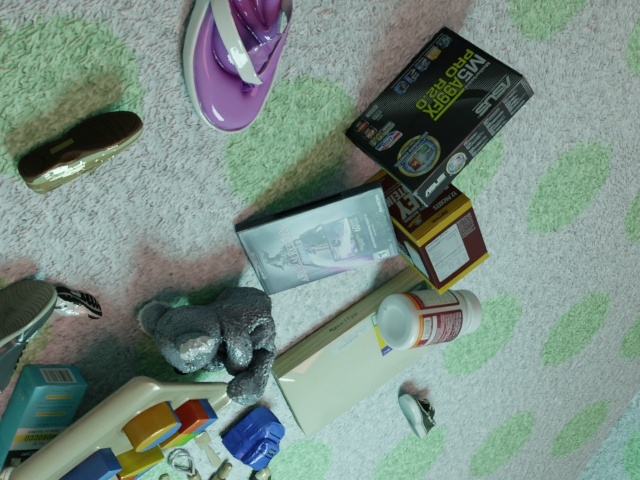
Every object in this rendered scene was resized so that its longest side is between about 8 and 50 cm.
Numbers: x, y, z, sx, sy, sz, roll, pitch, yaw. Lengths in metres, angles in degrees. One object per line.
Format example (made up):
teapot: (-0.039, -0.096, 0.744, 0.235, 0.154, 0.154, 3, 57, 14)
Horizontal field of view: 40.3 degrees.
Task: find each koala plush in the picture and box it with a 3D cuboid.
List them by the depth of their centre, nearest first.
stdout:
koala plush: (-0.207, 0.170, 1.567, 0.221, 0.196, 0.203, 12, 103, -44)

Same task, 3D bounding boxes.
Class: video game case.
video game case: (0.000, 0.000, 1.630, 0.274, 0.026, 0.196, -18, 138, 2)

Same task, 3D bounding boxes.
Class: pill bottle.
pill bottle: (0.240, 0.166, 1.893, 0.221, 0.121, 0.121, -4, 125, -38)

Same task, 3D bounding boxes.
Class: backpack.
backpack: (-0.134, 0.433, 1.907, 0.120, 0.101, 0.098, -47, 147, -2)

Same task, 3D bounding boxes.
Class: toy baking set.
toy baking set: (-0.286, 0.531, 1.915, 0.256, 0.030, 0.197, -51, 139, 8)

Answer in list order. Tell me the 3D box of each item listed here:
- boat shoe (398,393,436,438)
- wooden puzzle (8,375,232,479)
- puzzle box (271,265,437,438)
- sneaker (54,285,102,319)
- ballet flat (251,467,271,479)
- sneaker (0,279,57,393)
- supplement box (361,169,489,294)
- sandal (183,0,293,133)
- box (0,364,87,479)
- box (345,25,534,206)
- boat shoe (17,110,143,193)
boat shoe: (0.256, 0.442, 2.264, 0.070, 0.078, 0.219, -36, 147, -9)
wooden puzzle: (-0.338, 0.372, 1.593, 0.322, 0.080, 0.348, -37, 158, 8)
puzzle box: (0.092, 0.253, 1.978, 0.409, 0.052, 0.272, -33, 138, -13)
sneaker: (-0.411, 0.109, 1.451, 0.044, 0.040, 0.109, -38, 139, 18)
ballet flat: (-0.143, 0.606, 2.084, 0.057, 0.049, 0.173, -12, 130, -34)
sneaker: (-0.500, 0.158, 1.396, 0.222, 0.083, 0.118, -41, 155, -9)
supplement box: (0.207, -0.037, 1.716, 0.129, 0.191, 0.194, -37, 140, -6)
sandal: (-0.100, -0.331, 1.279, 0.169, 0.102, 0.416, -10, 129, -34)
box: (-0.506, 0.332, 1.538, 0.100, 0.060, 0.244, 8, 118, -43)
box: (0.204, -0.223, 1.537, 0.270, 0.216, 0.060, -47, 140, 4)
boat shoe: (-0.346, -0.127, 1.286, 0.190, 0.068, 0.072, -25, 149, -8)
